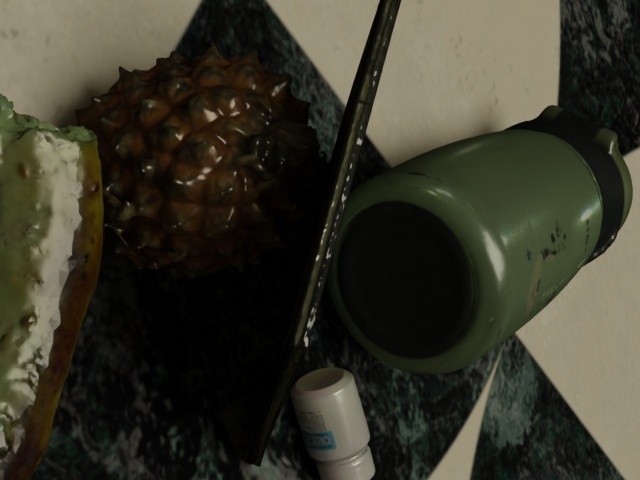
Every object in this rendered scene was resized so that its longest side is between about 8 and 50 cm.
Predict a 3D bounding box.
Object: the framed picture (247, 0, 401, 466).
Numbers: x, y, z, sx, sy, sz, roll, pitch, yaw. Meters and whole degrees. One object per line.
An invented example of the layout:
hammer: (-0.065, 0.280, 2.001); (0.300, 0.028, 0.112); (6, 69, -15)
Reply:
framed picture: (0.000, 0.000, 1.151); (0.347, 0.016, 0.265); (108, -3, -71)

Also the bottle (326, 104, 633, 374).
bottle: (0.153, -0.013, 1.414); (0.347, 0.168, 0.169); (-26, 110, -55)

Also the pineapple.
pineapple: (-0.073, -0.050, 1.095); (0.166, 0.193, 0.166); (9, 78, -44)

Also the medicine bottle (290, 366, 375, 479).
medicine bottle: (0.011, 0.149, 1.312); (0.052, 0.052, 0.089); (-37, 117, -46)

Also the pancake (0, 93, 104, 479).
pancake: (-0.260, 0.067, 0.924); (0.426, 0.067, 0.305); (-39, 118, -35)
